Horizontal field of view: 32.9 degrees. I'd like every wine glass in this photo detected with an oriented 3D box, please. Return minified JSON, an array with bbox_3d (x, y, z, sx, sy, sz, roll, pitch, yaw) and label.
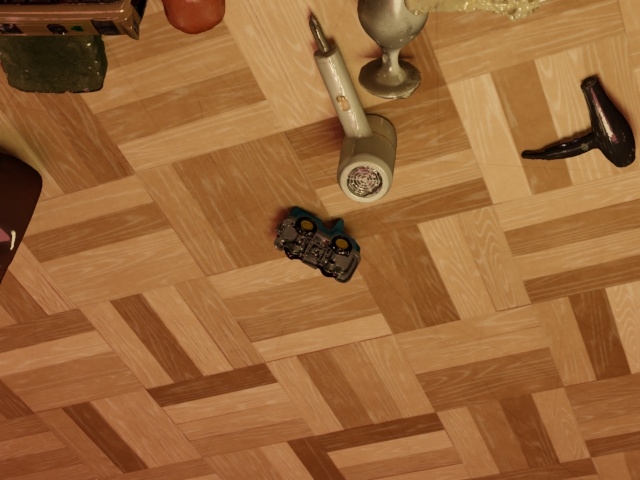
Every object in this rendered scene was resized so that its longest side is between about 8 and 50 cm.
[{"bbox_3d":[0.124,-0.371,1.874,0.126,0.126,0.241,2,136,1],"label":"wine glass"}]

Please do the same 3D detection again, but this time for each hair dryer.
[{"bbox_3d":[0.479,-0.202,2.083,0.219,0.075,0.196,-18,123,30],"label":"hair dryer"},{"bbox_3d":[0.041,-0.254,1.993,0.107,0.173,0.357,-17,120,16],"label":"hair dryer"}]

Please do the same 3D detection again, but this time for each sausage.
[{"bbox_3d":[-0.224,-0.462,1.807,0.113,0.114,0.259,-1,135,4],"label":"sausage"}]

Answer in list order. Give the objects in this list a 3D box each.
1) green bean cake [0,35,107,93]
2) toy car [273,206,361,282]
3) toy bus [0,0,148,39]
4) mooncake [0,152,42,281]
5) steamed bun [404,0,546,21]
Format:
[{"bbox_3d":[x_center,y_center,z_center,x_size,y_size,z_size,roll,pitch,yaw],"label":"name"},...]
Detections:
[{"bbox_3d":[-0.484,-0.353,1.942,0.183,0.094,0.185,-2,136,4],"label":"green bean cake"},{"bbox_3d":[0.000,0.000,2.289,0.191,0.100,0.097,29,134,2],"label":"toy car"},{"bbox_3d":[-0.425,-0.413,1.779,0.289,0.157,0.139,0,175,-1],"label":"toy bus"},{"bbox_3d":[-0.684,-0.014,2.154,0.174,0.334,0.326,24,172,-19],"label":"mooncake"},{"bbox_3d":[0.237,-0.458,1.672,0.272,0.290,0.274,-22,112,29],"label":"steamed bun"}]
